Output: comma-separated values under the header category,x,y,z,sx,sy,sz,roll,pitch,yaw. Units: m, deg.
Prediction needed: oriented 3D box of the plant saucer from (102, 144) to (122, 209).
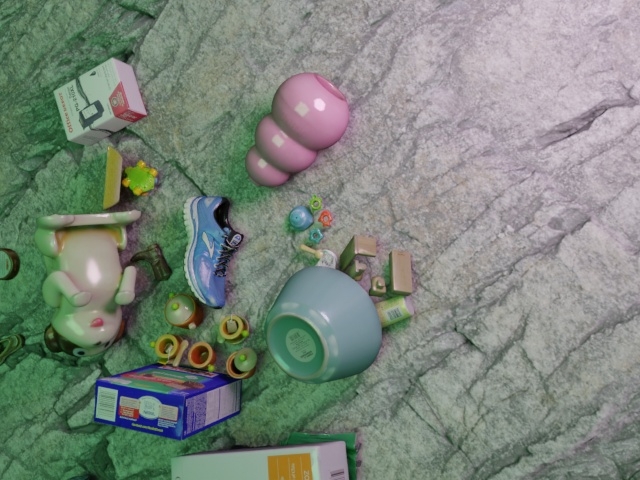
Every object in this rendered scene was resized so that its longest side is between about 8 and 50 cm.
category,x,y,z,sx,sy,sz,roll,pitch,yaw
plant saucer,-0.617,-0.181,1.985,0.045,0.188,0.188,5,91,-18

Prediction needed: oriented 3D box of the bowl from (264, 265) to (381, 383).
category,x,y,z,sx,sy,sz,roll,pitch,yaw
bowl,-0.020,0.235,1.688,0.312,0.163,0.311,12,113,30

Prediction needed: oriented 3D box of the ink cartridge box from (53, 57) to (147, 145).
category,x,y,z,sx,sy,sz,roll,pitch,yaw
ink cartridge box,-0.669,-0.415,2.025,0.237,0.100,0.172,-22,81,19

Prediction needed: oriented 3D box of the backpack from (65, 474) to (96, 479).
category,x,y,z,sx,sy,sz,roll,pitch,yaw
backpack,-0.732,0.759,2.023,0.105,0.114,0.084,-11,85,17

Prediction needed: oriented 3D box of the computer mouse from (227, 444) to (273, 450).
category,x,y,z,sx,sy,sz,roll,pitch,yaw
computer mouse,-0.161,0.691,1.843,0.184,0.060,0.262,-15,72,24

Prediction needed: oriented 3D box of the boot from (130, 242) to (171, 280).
category,x,y,z,sx,sy,sz,roll,pitch,yaw
boot,-0.505,0.080,1.993,0.106,0.037,0.114,-30,84,20

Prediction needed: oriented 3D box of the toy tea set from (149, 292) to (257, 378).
category,x,y,z,sx,sy,sz,roll,pitch,yaw
toy tea set,-0.318,0.266,1.843,0.336,0.124,0.200,12,71,19

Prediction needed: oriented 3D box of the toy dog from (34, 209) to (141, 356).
category,x,y,z,sx,sy,sz,roll,pitch,yaw
toy dog,-0.698,0.133,1.935,0.395,0.285,0.407,-7,88,42

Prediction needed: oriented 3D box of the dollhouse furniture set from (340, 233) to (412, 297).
category,x,y,z,sx,sy,sz,roll,pitch,yaw
dollhouse furniture set,0.140,0.085,1.730,0.151,0.123,0.144,9,60,-14

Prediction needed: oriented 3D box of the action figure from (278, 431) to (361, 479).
category,x,y,z,sx,sy,sz,roll,pitch,yaw
action figure,-0.006,0.558,1.782,0.232,0.063,0.137,3,91,23

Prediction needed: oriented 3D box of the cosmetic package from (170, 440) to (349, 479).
category,x,y,z,sx,sy,sz,roll,pitch,yaw
cosmetic package,-0.158,0.651,1.720,0.453,0.161,0.230,-14,73,26

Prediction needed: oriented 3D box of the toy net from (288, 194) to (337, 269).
category,x,y,z,sx,sy,sz,roll,pitch,yaw
toy net,0.000,0.000,1.801,0.122,0.045,0.232,-28,81,16

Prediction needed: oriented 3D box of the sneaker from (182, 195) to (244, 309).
category,x,y,z,sx,sy,sz,roll,pitch,yaw
sneaker,-0.292,0.026,1.855,0.147,0.130,0.329,-10,78,17

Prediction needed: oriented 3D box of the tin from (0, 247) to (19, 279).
category,x,y,z,sx,sy,sz,roll,pitch,yaw
tin,-1.078,0.078,2.206,0.190,0.040,0.106,1,94,20

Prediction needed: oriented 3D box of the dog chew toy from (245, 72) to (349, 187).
category,x,y,z,sx,sy,sz,roll,pitch,yaw
dog chew toy,-0.078,-0.274,1.756,0.206,0.207,0.332,48,112,15

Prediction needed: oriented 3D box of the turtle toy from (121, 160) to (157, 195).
category,x,y,z,sx,sy,sz,roll,pitch,yaw
turtle toy,-0.541,-0.184,1.992,0.130,0.066,0.095,33,77,21

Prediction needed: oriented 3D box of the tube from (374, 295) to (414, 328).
category,x,y,z,sx,sy,sz,roll,pitch,yaw
tube,0.125,0.206,1.745,0.240,0.070,0.062,-25,120,22

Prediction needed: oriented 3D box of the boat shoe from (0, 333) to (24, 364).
category,x,y,z,sx,sy,sz,roll,pitch,yaw
boat shoe,-1.054,0.361,2.172,0.190,0.072,0.068,-37,77,16

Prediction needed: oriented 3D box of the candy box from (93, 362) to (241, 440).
category,x,y,z,sx,sy,sz,roll,pitch,yaw
candy box,-0.397,0.420,1.795,0.268,0.317,0.122,6,89,19
